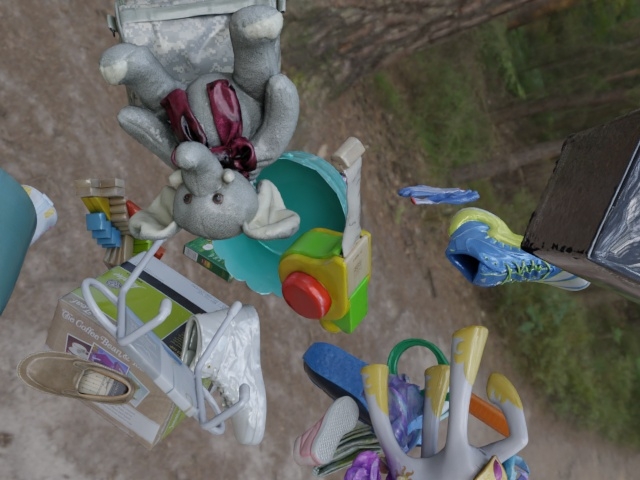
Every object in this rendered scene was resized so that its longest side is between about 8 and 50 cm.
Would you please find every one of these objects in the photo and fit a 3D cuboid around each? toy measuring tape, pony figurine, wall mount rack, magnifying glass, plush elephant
[{"bbox_3d":[0.000,0.000,0.926,0.330,0.122,0.121,86,10,-46],"label":"toy measuring tape"},{"bbox_3d":[0.143,0.341,1.038,0.303,0.351,0.363,25,50,-38],"label":"pony figurine"},{"bbox_3d":[-0.226,0.139,1.230,0.350,0.131,0.304,53,4,-26],"label":"wall mount rack"},{"bbox_3d":[0.205,0.234,1.176,0.092,0.231,0.026,-59,148,1],"label":"magnifying glass"},{"bbox_3d":[-0.156,-0.118,1.067,0.330,0.272,0.255,74,11,-49],"label":"plush elephant"}]

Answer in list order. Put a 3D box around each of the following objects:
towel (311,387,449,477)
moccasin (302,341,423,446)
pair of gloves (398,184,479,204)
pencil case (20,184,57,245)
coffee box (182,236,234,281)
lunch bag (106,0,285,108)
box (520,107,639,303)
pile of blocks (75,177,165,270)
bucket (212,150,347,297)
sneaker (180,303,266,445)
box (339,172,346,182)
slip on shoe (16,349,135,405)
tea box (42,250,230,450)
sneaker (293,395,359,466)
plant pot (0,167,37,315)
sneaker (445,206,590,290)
[{"bbox_3d":[0.172,0.484,1.959,0.375,0.321,0.090,-13,74,-49],"label":"towel"},{"bbox_3d":[0.112,0.353,1.732,0.138,0.342,0.116,-43,160,-28],"label":"moccasin"},{"bbox_3d":[0.269,-0.108,1.729,0.198,0.160,0.023,-118,-154,-74],"label":"pair of gloves"},{"bbox_3d":[-0.642,0.006,1.470,0.113,0.124,0.273,43,47,-11],"label":"pencil case"},{"bbox_3d":[-0.315,0.051,2.281,0.113,0.184,0.040,-33,146,-54],"label":"coffee box"},{"bbox_3d":[-0.219,-0.349,1.376,0.256,0.305,0.212,109,-30,-69],"label":"lunch bag"},{"bbox_3d":[0.421,-0.004,0.848,0.294,0.297,0.182,-7,120,-88],"label":"box"},{"bbox_3d":[-0.477,-0.017,1.858,0.362,0.113,0.148,67,24,-49],"label":"pile of blocks"},{"bbox_3d":[-0.068,-0.046,1.489,0.183,0.281,0.281,-60,132,-71],"label":"bucket"},{"bbox_3d":[-0.207,0.284,1.524,0.169,0.108,0.292,-4,88,-39],"label":"sneaker"},{"bbox_3d":[-0.001,-0.081,1.798,0.029,0.116,0.162,31,62,-54],"label":"box"},{"bbox_3d":[-0.282,0.160,0.867,0.041,0.136,0.051,144,-34,-71],"label":"slip on shoe"},{"bbox_3d":[-0.398,0.238,1.723,0.329,0.219,0.323,32,27,11],"label":"tea box"},{"bbox_3d":[0.003,0.289,1.131,0.051,0.070,0.134,53,40,-9],"label":"sneaker"},{"bbox_3d":[-0.560,0.042,1.024,0.293,0.293,0.235,49,27,-46],"label":"plant pot"},{"bbox_3d":[0.305,0.044,1.197,0.126,0.240,0.091,-56,164,-35],"label":"sneaker"}]
